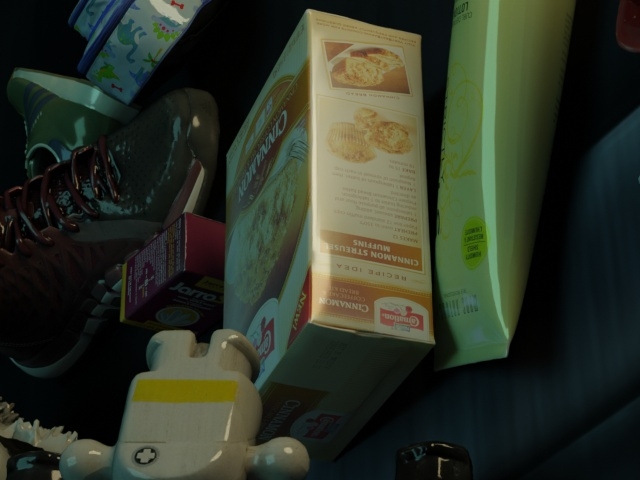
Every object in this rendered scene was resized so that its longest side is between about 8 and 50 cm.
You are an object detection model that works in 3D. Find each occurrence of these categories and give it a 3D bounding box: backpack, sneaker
[{"bbox_3d":[-0.118,-0.150,1.210,0.105,0.084,0.114,-51,7,34],"label":"backpack"},{"bbox_3d":[-0.206,-0.080,1.383,0.192,0.064,0.086,16,83,59],"label":"sneaker"},{"bbox_3d":[-0.193,-0.012,1.217,0.281,0.162,0.106,-50,35,35],"label":"sneaker"}]

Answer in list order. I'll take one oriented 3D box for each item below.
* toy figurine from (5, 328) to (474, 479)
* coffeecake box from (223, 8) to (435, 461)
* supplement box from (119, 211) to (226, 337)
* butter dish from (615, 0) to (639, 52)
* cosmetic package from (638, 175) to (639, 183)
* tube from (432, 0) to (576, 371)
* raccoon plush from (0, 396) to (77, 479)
[{"bbox_3d":[-0.043,0.164,0.794,0.209,0.213,0.148,-40,29,38],"label":"toy figurine"},{"bbox_3d":[0.000,0.000,0.938,0.142,0.068,0.185,125,150,-53],"label":"coffeecake box"},{"bbox_3d":[-0.081,0.023,1.111,0.083,0.055,0.043,-38,44,47],"label":"supplement box"},{"bbox_3d":[0.153,-0.168,0.740,0.160,0.118,0.160,4,78,62],"label":"butter dish"},{"bbox_3d":[0.271,-0.127,0.467,0.385,0.156,0.217,-65,30,10],"label":"cosmetic package"},{"bbox_3d":[0.085,-0.058,0.862,0.062,0.070,0.240,3,80,25],"label":"tube"},{"bbox_3d":[-0.214,0.199,1.182,0.299,0.446,0.216,36,80,18],"label":"raccoon plush"}]
